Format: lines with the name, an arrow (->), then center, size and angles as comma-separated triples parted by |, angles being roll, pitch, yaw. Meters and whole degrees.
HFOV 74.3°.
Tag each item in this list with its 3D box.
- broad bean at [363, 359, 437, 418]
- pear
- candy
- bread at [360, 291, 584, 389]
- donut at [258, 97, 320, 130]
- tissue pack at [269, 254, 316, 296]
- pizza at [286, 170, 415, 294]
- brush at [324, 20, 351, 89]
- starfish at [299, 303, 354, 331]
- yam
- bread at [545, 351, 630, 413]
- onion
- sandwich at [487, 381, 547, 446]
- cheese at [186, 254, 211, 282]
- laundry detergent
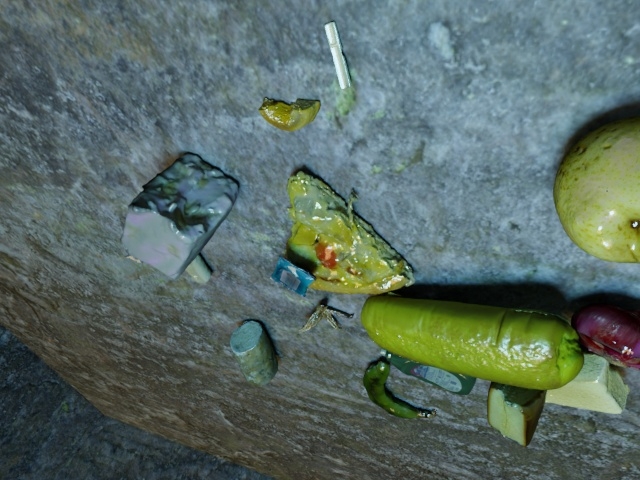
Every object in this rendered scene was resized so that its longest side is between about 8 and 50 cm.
broad bean -> 0.189, 0.408, 1.138 | 0.144, 0.049, 0.292 | -20, 124, 33
pear -> 0.354, -0.049, 0.470 | 0.178, 0.178, 0.178 | 14, 138, 13
candy -> -0.266, -0.040, 0.790 | 0.137, 0.185, 0.195 | 37, 139, -7
bread -> 0.246, 0.179, 0.756 | 0.383, 0.112, 0.166 | 2, 152, 40
donut -> -0.050, -0.192, 0.626 | 0.083, 0.038, 0.067 | 29, 143, -6
tissue pack -> -0.052, 0.070, 0.817 | 0.085, 0.028, 0.138 | 31, 152, 0
pizza -> 0.000, 0.000, 0.774 | 0.280, 0.075, 0.287 | -6, 132, 31
brush -> 0.024, -0.242, 0.554 | 0.016, 0.013, 0.083 | -5, 124, 25
starfish -> 0.010, 0.167, 0.976 | 0.133, 0.041, 0.130 | -8, 141, -2
yam -> -0.186, 0.314, 1.183 | 0.107, 0.107, 0.194 | 8, 136, 20
bread -> 0.455, 0.259, 0.797 | 0.125, 0.068, 0.188 | 45, 148, -24
onion -> 0.484, 0.129, 0.654 | 0.150, 0.140, 0.150 | 28, -177, -2
sandwich -> 0.366, 0.305, 0.795 | 0.090, 0.088, 0.244 | 21, 154, 35
cheese -> -0.323, 0.027, 0.996 | 0.065, 0.043, 0.194 | -1, 134, 26
laundry detergent -> 0.241, 0.289, 0.968 | 0.211, 0.063, 0.137 | 13, 144, 15
